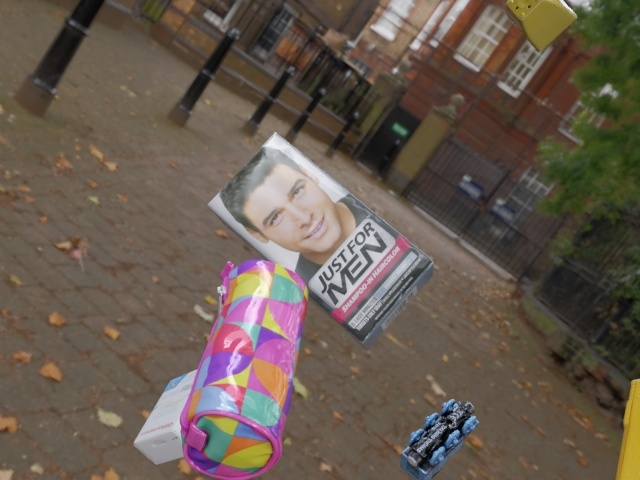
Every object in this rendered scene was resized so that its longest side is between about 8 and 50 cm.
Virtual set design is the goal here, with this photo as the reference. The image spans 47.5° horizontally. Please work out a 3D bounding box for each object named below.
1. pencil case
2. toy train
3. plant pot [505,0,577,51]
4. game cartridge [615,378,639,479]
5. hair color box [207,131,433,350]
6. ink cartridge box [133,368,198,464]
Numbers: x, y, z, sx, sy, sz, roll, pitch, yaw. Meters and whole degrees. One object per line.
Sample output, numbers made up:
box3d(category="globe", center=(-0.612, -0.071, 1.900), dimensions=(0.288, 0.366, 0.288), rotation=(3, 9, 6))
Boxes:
box3d(category="pencil case", center=(-0.074, 0.119, 0.729), dimensions=(0.104, 0.104, 0.236), rotation=(33, 31, -18))
box3d(category="toy train", center=(0.235, 0.392, 1.431), dimensions=(0.080, 0.184, 0.105), rotation=(36, -36, 30))
box3d(category="plant pot", center=(0.350, -0.375, 1.187), dimensions=(0.083, 0.081, 0.081), rotation=(15, 40, -49))
box3d(category="game cartridge", center=(0.487, 0.392, 1.030), dimensions=(0.323, 0.052, 0.285), rotation=(-41, 111, -57))
box3d(category="hair color box", center=(0.000, 0.000, 1.300), dimensions=(0.374, 0.185, 0.113), rotation=(40, -6, 16))
box3d(category="ink cartridge box", center=(-0.195, 0.246, 1.025), dimensions=(0.052, 0.088, 0.122), rotation=(52, 35, -19))
